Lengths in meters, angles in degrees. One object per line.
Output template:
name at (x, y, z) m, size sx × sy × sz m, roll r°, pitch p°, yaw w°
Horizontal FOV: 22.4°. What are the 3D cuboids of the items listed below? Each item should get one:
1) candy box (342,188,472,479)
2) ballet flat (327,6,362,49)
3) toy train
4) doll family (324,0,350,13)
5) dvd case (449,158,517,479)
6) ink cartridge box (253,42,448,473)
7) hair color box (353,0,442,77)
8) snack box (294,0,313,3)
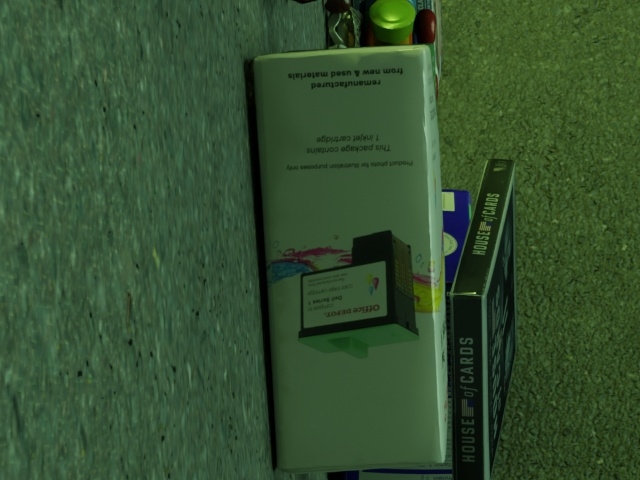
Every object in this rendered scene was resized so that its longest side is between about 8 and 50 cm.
candy box at (0.084, 0.140, 1.516) m, size 0.268 × 0.122 × 0.317 m, roll -78°, pitch 171°, yaw -70°
ballet flat at (0.020, -0.191, 1.608) m, size 0.041 × 0.041 × 0.114 m, roll 78°, pitch 10°, yaw -57°
toy train at (0.072, -0.188, 1.668) m, size 0.143 × 0.105 × 0.248 m, roll 91°, pitch 0°, yaw -55°
doll family at (0.031, -0.293, 1.558) m, size 0.193 × 0.076 × 0.111 m, roll 75°, pitch 8°, yaw -77°
dvd case at (0.131, 0.064, 1.274) m, size 0.239 × 0.029 × 0.179 m, roll -67°, pitch 156°, yaw -61°
ink cartridge box at (0.028, 0.004, 1.135) m, size 0.201 × 0.117 × 0.278 m, roll -56°, pitch 143°, yaw -81°
hair color box at (0.106, -0.296, 2.143) m, size 0.347 × 0.105 × 0.174 m, roll -65°, pitch 151°, yaw -76°
snack box at (0.049, -0.233, 1.240) m, size 0.022 × 0.178 × 0.064 m, roll 11°, pitch 73°, yaw -52°
